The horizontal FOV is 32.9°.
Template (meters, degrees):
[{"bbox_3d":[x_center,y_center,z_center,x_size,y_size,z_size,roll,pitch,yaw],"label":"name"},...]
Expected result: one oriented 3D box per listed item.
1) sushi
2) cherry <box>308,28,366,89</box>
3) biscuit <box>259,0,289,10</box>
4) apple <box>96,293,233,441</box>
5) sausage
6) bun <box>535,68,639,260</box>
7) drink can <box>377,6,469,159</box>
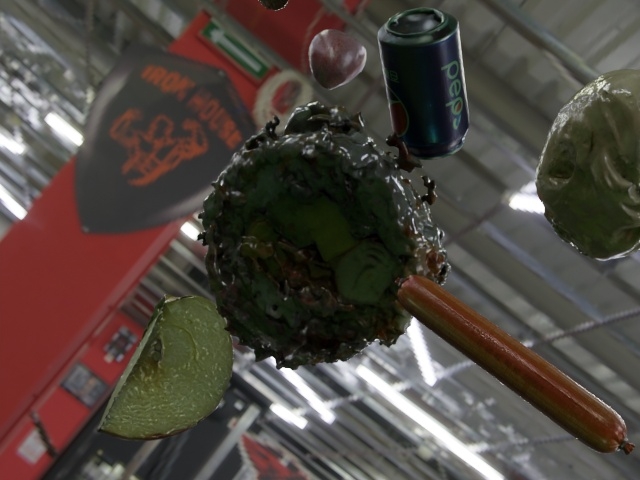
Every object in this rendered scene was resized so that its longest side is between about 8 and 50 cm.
[{"bbox_3d":[0.001,-0.004,1.640,0.417,0.176,0.417,8,-71,23],"label":"sushi"},{"bbox_3d":[0.032,-0.333,1.974,0.106,0.126,0.087,2,-54,-7],"label":"cherry"},{"bbox_3d":[-0.109,-0.424,1.473,0.247,0.029,0.118,58,-24,4],"label":"biscuit"},{"bbox_3d":[-0.327,0.278,2.259,0.254,0.346,0.179,3,-33,36],"label":"apple"},{"bbox_3d":[0.222,0.142,1.284,0.348,0.053,0.053,37,-17,25],"label":"sausage"},{"bbox_3d":[0.571,-0.126,1.980,0.234,0.326,0.362,-128,-138,-59],"label":"bun"},{"bbox_3d":[0.152,-0.224,1.564,0.118,0.118,0.205,22,-42,41],"label":"drink can"}]
